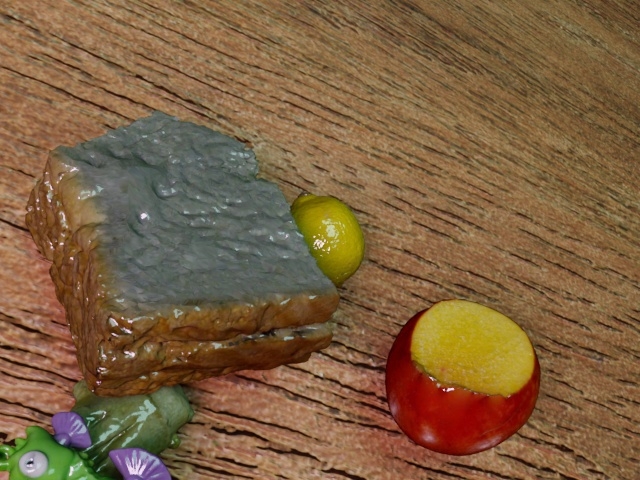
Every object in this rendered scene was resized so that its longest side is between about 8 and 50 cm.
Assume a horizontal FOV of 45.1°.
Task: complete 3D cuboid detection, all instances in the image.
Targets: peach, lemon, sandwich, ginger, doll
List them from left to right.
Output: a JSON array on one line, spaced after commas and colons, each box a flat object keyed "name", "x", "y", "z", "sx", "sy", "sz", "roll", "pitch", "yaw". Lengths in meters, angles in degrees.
[{"name": "doll", "x": -0.188, "y": 0.218, "z": 0.644, "sx": 0.190, "sy": 0.050, "sz": 0.115, "roll": 29, "pitch": 45, "yaw": -2}, {"name": "ginger", "x": -0.198, "y": 0.243, "z": 0.708, "sx": 0.137, "sy": 0.089, "sz": 0.289, "roll": 7, "pitch": 50, "yaw": -6}, {"name": "sandwich", "x": -0.156, "y": -0.003, "z": 0.823, "sx": 0.262, "sy": 0.131, "sz": 0.325, "roll": -3, "pitch": 45, "yaw": -35}, {"name": "lemon", "x": 0.000, "y": 0.000, "z": 0.980, "sx": 0.109, "sy": 0.109, "sz": 0.133, "roll": -22, "pitch": 88, "yaw": -40}, {"name": "peach", "x": 0.165, "y": 0.158, "z": 0.914, "sx": 0.190, "sy": 0.192, "sz": 0.190, "roll": -4, "pitch": 69, "yaw": 9}]
